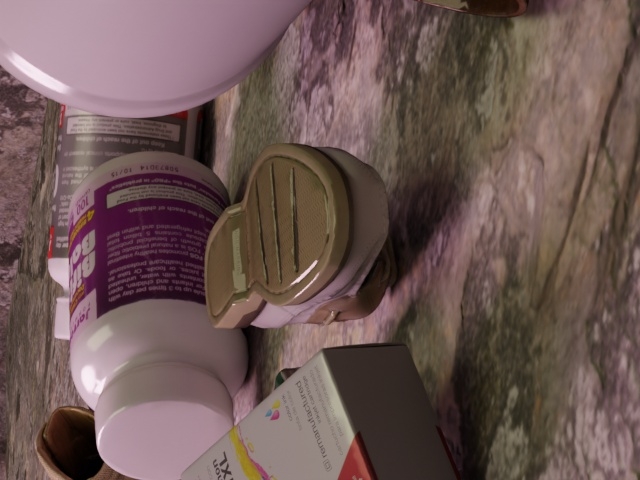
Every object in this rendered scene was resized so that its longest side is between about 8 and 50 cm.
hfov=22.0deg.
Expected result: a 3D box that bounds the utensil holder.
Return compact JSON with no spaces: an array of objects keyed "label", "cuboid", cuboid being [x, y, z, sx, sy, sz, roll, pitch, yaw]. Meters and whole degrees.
[{"label":"utensil holder","cuboid":[-0.115,-0.299,1.266,0.385,0.327,0.328,149,125,-70]}]

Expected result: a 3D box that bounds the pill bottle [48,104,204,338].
[{"label":"pill bottle","cuboid":[-0.220,-0.026,1.845,0.161,0.161,0.283,167,108,-74]}]

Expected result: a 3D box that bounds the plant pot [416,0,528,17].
[{"label":"plant pot","cuboid":[0.055,-0.272,0.926,0.230,0.215,0.215,-69,16,0]}]

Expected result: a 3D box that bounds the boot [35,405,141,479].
[{"label":"boot","cuboid":[-0.227,0.238,1.730,0.203,0.095,0.262,63,180,-33]}]

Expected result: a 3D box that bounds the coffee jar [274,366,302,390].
[{"label":"coffee jar","cuboid":[-0.002,0.186,1.148,0.096,0.079,0.184,-143,59,-71]}]

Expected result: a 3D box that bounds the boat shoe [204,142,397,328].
[{"label":"boat shoe","cuboid":[0.000,0.000,1.154,0.302,0.103,0.113,152,117,-71]}]

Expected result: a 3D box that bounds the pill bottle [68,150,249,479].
[{"label":"pill bottle","cuboid":[-0.156,0.072,1.570,0.302,0.169,0.169,-100,22,-44]}]

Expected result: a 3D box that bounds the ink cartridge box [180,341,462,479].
[{"label":"ink cartridge box","cuboid":[0.000,0.161,1.017,0.175,0.072,0.127,-44,58,40]}]
